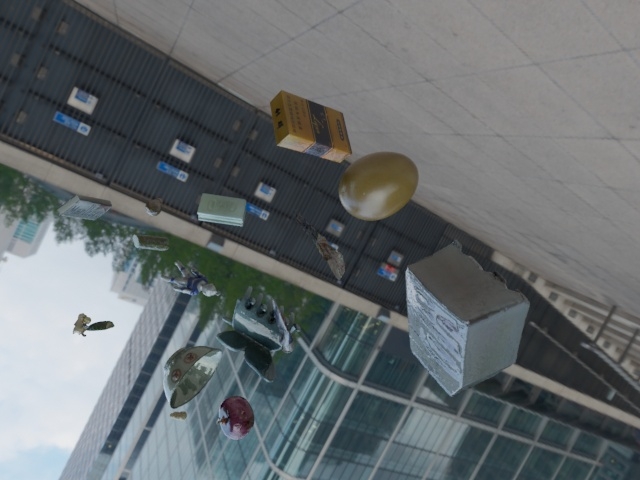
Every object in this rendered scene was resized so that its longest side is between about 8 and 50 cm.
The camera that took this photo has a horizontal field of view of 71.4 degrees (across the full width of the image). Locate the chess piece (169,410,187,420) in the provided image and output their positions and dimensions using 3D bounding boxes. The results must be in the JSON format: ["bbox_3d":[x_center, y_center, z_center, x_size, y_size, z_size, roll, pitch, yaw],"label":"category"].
[{"bbox_3d":[-0.554,0.676,1.717,0.035,0.035,0.092,29,167,23],"label":"chess piece"}]

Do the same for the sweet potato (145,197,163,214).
[{"bbox_3d":[-0.795,-0.162,2.128,0.075,0.074,0.269,26,-171,-20],"label":"sweet potato"}]

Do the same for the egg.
[{"bbox_3d":[0.221,-0.211,1.701,0.250,0.323,0.250,33,-136,-38],"label":"egg"}]

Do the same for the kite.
[{"bbox_3d":[-0.003,0.001,1.207,0.229,0.016,0.127,53,-160,-16],"label":"kite"}]

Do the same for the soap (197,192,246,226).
[{"bbox_3d":[-0.436,-0.137,1.987,0.198,0.118,0.066,8,147,-5],"label":"soap"}]

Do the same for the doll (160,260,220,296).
[{"bbox_3d":[-0.457,0.155,1.594,0.228,0.114,0.057,22,137,20],"label":"doll"}]

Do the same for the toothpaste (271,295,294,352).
[{"bbox_3d":[-0.153,0.345,1.794,0.096,0.061,0.265,-129,23,-51],"label":"toothpaste"}]

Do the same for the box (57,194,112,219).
[{"bbox_3d":[-0.959,-0.133,1.818,0.035,0.115,0.177,58,-168,12],"label":"box"}]

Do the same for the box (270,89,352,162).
[{"bbox_3d":[-0.025,-0.328,1.304,0.237,0.152,0.070,6,153,-38],"label":"box"}]

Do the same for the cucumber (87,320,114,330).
[{"bbox_3d":[-0.903,0.347,1.810,0.108,0.035,0.067,-6,-178,11],"label":"cucumber"}]

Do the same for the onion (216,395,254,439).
[{"bbox_3d":[-0.362,0.752,1.889,0.177,0.154,0.177,50,154,35],"label":"onion"}]

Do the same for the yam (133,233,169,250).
[{"bbox_3d":[-0.882,0.011,2.322,0.179,0.078,0.078,8,-164,-45],"label":"yam"}]

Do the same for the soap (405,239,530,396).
[{"bbox_3d":[0.447,0.273,1.451,0.350,0.213,0.434,48,156,48],"label":"soap"}]

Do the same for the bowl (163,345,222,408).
[{"bbox_3d":[-0.643,0.617,2.137,0.158,0.337,0.337,34,-175,17],"label":"bowl"}]

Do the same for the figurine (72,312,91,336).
[{"bbox_3d":[-0.871,0.311,1.638,0.051,0.083,0.047,5,168,14],"label":"figurine"}]

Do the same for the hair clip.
[{"bbox_3d":[-0.275,0.396,2.033,0.318,0.238,0.392,35,-173,-9],"label":"hair clip"}]
